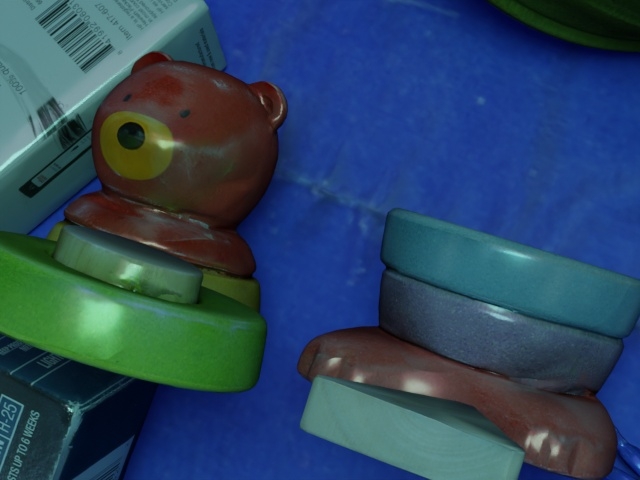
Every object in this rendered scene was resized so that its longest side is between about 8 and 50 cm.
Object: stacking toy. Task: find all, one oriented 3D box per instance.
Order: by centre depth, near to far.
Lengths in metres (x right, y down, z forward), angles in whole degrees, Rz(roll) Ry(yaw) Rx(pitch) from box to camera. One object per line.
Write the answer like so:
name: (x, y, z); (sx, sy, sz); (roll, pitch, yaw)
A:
stacking toy: (0.000, 0.000, 0.681); (0.309, 0.279, 0.130); (18, 93, 11)

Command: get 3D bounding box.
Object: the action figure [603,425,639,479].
action figure: (0.165, 0.123, 0.771); (0.115, 0.030, 0.038); (39, 83, 22)

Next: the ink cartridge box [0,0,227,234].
ink cartridge box: (-0.178, -0.098, 0.845); (0.203, 0.086, 0.148); (-40, 73, -8)

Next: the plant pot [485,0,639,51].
plant pot: (0.242, -0.254, 0.645); (0.366, 0.353, 0.366); (-4, 101, -21)

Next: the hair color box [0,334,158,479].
hair color box: (-0.269, 0.067, 0.750); (0.347, 0.105, 0.174); (25, 107, 13)
